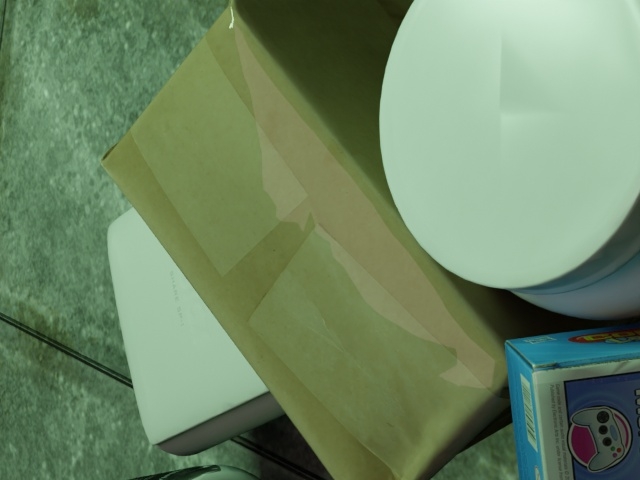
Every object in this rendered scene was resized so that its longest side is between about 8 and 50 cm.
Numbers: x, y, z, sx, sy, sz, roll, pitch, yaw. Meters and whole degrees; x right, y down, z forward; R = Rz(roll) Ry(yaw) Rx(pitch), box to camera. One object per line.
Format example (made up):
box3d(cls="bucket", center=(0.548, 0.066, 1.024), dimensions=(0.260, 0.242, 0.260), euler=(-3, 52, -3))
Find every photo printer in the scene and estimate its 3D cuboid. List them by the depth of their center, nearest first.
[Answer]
box3d(cls="photo printer", center=(-0.067, 0.041, 1.255), dimensions=(0.307, 0.107, 0.256), euler=(-29, 68, 44))

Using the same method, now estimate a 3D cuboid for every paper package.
box3d(cls="paper package", center=(0.057, -0.008, 0.985), dimensions=(0.168, 0.309, 0.325), euler=(-46, 74, 29))

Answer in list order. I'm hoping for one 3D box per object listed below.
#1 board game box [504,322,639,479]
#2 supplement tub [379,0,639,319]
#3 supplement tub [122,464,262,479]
box3d(cls="board game box", center=(0.275, 0.191, 0.766), dimensions=(0.086, 0.302, 0.308), euler=(-112, 15, -83))
box3d(cls="supplement tub", center=(0.220, -0.069, 0.839), dimensions=(0.235, 0.325, 0.235), euler=(-2, 88, 47))
box3d(cls="supplement tub", center=(-0.190, 0.346, 1.364), dimensions=(0.338, 0.207, 0.207), euler=(-20, 74, 46))
